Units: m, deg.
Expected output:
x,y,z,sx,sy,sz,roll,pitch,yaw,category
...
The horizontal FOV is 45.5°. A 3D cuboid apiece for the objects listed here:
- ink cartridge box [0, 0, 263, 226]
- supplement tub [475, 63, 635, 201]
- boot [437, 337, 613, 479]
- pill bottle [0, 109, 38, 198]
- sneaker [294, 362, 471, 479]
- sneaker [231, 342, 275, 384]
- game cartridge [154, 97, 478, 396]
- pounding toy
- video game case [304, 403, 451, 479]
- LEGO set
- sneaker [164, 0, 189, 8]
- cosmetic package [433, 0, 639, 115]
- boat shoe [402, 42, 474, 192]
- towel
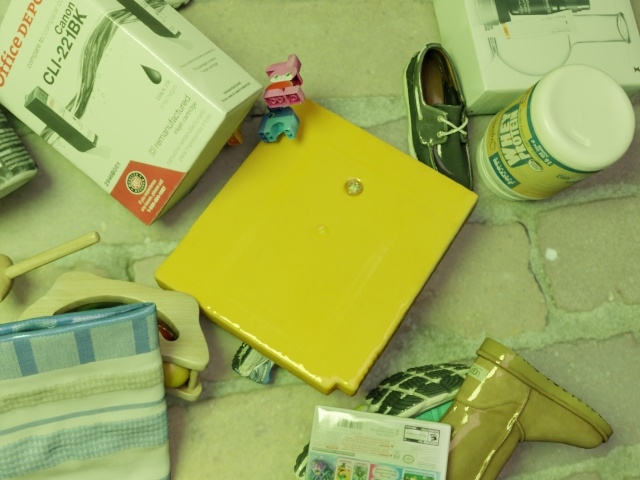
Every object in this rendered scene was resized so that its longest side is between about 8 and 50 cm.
x,y,z,sx,sy,sz,roll,pitch,yaw,category
-0.238,-0.185,0.899,0.273,0.197,0.114,41,33,-2,ink cartridge box
0.313,-0.138,1.048,0.144,0.199,0.144,4,75,-15,supplement tub
0.204,0.282,0.933,0.236,0.089,0.270,35,86,-18,boot
-0.439,-0.150,0.855,0.130,0.130,0.246,-34,101,-20,pill bottle
0.094,0.249,0.965,0.275,0.107,0.110,-32,106,-15,sneaker
-0.057,0.123,0.969,0.058,0.052,0.135,43,66,-21,sneaker
0.000,0.000,0.966,0.285,0.053,0.324,32,70,12,game cartridge
-0.253,0.097,0.835,0.269,0.155,0.154,12,45,-8,pounding toy
0.061,0.268,0.861,0.157,0.019,0.143,7,81,7,video game case
-0.102,-0.182,0.991,0.227,0.087,0.093,-3,56,26,LEGO set
-0.237,-0.458,0.993,0.106,0.162,0.281,-29,86,-20,sneaker
0.317,-0.386,1.163,0.284,0.097,0.377,-6,77,-19,cosmetic package
0.172,-0.163,1.081,0.084,0.079,0.233,-8,81,-19,boat shoe
-0.264,0.192,0.799,0.209,0.285,0.034,-8,37,-18,towel
